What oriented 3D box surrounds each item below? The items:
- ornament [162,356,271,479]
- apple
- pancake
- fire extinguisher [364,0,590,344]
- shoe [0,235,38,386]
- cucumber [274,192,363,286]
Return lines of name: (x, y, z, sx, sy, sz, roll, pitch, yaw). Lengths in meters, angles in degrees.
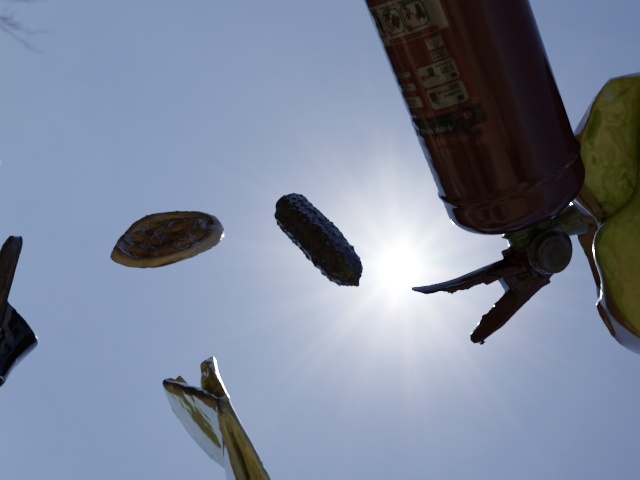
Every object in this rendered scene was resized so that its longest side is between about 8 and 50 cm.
ornament: (-0.085, 0.194, 0.905, 0.201, 0.059, 0.180, 57, -20, 29)
apple: (0.403, -0.045, 0.912, 0.374, 0.384, 0.374, -23, -136, 24)
pancake: (-0.184, -0.002, 1.149, 0.139, 0.139, 0.022, 22, -51, 43)
fire extinguisher: (0.093, -0.087, 0.665, 0.106, 0.147, 0.337, -110, 177, -73)
shoe: (-0.263, 0.074, 0.816, 0.062, 0.053, 0.159, -22, -124, 51)
cucumber: (0.000, -0.002, 1.495, 0.300, 0.072, 0.072, -135, -124, -61)
